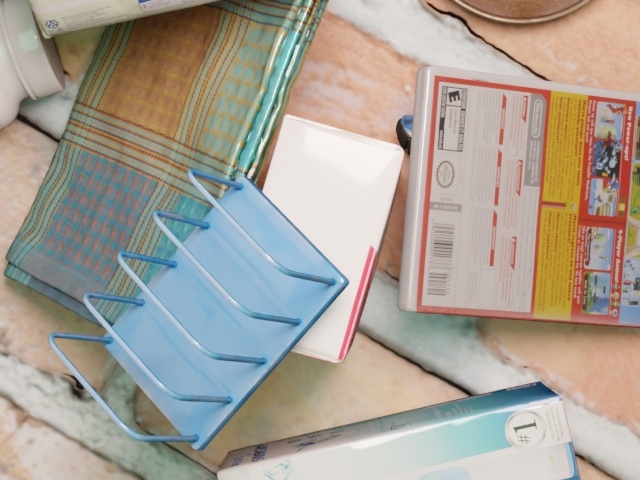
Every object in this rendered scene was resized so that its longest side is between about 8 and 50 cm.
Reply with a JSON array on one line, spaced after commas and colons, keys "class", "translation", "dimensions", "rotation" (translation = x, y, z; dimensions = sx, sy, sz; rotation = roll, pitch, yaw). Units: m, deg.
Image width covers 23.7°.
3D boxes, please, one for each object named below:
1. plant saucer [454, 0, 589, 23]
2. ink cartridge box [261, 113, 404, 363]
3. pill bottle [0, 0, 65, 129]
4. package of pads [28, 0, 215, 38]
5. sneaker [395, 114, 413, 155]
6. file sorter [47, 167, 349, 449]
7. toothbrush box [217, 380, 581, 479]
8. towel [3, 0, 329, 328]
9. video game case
[{"class": "plant saucer", "translation": [0.176, -0.289, 1.348], "dimensions": [0.199, 0.036, 0.198], "rotation": [0, 90, -1]}, {"class": "ink cartridge box", "translation": [0.000, 0.000, 1.248], "dimensions": [0.100, 0.237, 0.172], "rotation": [16, 90, 3]}, {"class": "pill bottle", "translation": [-0.336, -0.138, 1.305], "dimensions": [0.216, 0.121, 0.121], "rotation": [-19, 90, 0]}, {"class": "package of pads", "translation": [-0.121, -0.310, 1.177], "dimensions": [0.229, 0.101, 0.296], "rotation": [-12, 56, 3]}, {"class": "sneaker", "translation": [0.145, -0.099, 1.342], "dimensions": [0.162, 0.063, 0.073], "rotation": [4, 80, -9]}, {"class": "file sorter", "translation": [-0.090, 0.048, 1.085], "dimensions": [0.118, 0.104, 0.170], "rotation": [45, 102, 21]}, {"class": "toothbrush box", "translation": [0.079, 0.259, 1.302], "dimensions": [0.295, 0.126, 0.216], "rotation": [-12, 90, 1]}, {"class": "towel", "translation": [-0.129, -0.104, 1.259], "dimensions": [0.040, 0.271, 0.370], "rotation": [22, 90, -42]}, {"class": "video game case", "translation": [0.206, -0.032, 1.301], "dimensions": [0.285, 0.025, 0.204], "rotation": [5, 90, -22]}]
